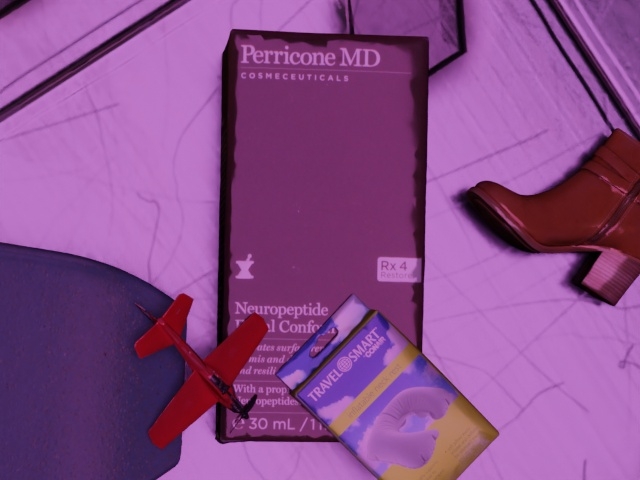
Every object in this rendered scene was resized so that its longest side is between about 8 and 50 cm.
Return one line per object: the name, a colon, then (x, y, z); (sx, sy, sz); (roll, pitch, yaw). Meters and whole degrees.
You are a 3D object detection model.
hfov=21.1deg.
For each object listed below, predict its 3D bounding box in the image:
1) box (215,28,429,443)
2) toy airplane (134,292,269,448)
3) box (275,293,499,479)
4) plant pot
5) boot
box: (0.000, 0.000, 1.615); (0.191, 0.143, 0.382); (1, 86, -6)
toy airplane: (-0.107, 0.105, 1.494); (0.151, 0.028, 0.151); (-3, 96, -29)
box: (0.059, 0.146, 1.527); (0.178, 0.042, 0.109); (45, 84, -4)
plant pot: (-0.259, 0.124, 1.535); (0.252, 0.247, 0.248); (3, 87, -26)
boot: (0.252, -0.047, 1.676); (0.197, 0.073, 0.152); (32, 86, -16)
